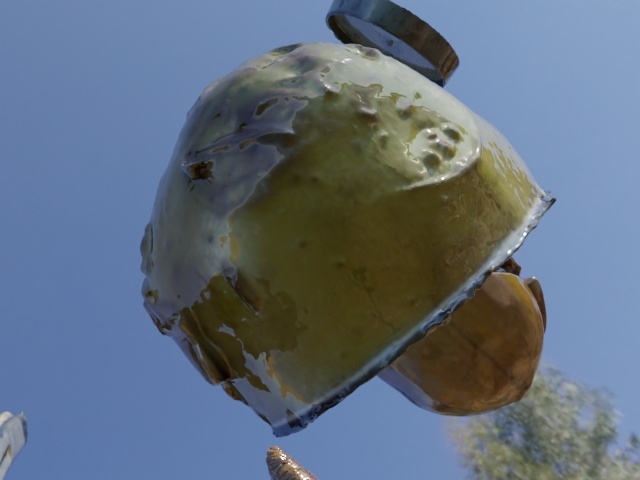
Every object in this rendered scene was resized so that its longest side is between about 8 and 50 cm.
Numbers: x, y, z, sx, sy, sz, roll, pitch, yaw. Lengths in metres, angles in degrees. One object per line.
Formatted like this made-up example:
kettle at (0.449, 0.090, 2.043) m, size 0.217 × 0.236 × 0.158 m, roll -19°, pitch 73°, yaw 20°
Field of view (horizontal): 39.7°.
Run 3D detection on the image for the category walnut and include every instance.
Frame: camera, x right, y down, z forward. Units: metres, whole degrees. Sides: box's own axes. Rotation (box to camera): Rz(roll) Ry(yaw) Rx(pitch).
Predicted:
walnut at (0.099, 0.058, 1.001) m, size 0.209 × 0.336 × 0.209 m, roll -52°, pitch -15°, yaw -20°

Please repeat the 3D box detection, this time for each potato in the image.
potato at (0.006, -0.025, 0.597) m, size 0.246 × 0.299 × 0.196 m, roll -36°, pitch -92°, yaw 11°

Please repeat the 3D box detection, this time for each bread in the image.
bread at (-0.022, 0.462, 1.591) m, size 0.076 × 0.233 × 0.105 m, roll -51°, pitch -27°, yaw -6°

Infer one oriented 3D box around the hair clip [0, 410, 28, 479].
hair clip at (-0.170, 0.123, 0.422) m, size 0.084 × 0.292 × 0.106 m, roll -3°, pitch -89°, yaw -24°

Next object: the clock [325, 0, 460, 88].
clock at (0.106, -0.296, 1.327) m, size 0.215 × 0.215 × 0.042 m, roll 33°, pitch -94°, yaw -41°
